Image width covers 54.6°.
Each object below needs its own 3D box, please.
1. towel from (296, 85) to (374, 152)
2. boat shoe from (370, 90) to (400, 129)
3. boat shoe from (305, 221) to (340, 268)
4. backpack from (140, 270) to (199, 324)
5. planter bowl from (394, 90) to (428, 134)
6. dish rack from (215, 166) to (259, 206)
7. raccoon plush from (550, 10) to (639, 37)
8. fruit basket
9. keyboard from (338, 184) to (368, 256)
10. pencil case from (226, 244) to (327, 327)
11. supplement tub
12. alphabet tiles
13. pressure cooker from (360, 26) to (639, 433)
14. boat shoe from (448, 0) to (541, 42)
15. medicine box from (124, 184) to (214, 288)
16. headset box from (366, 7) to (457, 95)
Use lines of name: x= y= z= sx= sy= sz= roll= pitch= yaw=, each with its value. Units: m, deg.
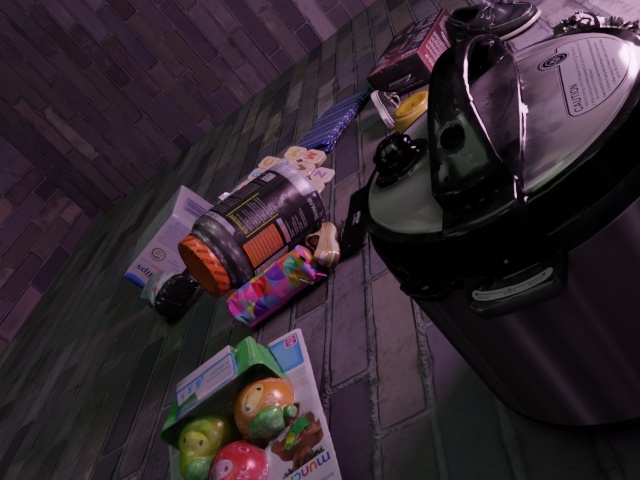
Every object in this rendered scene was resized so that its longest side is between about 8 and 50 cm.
towel: x=0.033 y=-0.396 z=2.165 sx=0.243 sy=0.040 sz=0.336 roll=-12 pitch=35 yaw=51
boat shoe: x=0.208 y=-0.402 z=1.853 sx=0.070 sy=0.078 sz=0.219 roll=-36 pitch=32 yaw=16
boat shoe: x=0.000 y=0.000 z=1.453 sx=0.190 sy=0.072 sz=0.068 roll=-106 pitch=30 yaw=-68
backpack: x=-0.463 y=0.158 z=1.874 sx=0.152 sy=0.115 sz=0.182 roll=-54 pitch=23 yaw=-20
planter bowl: x=0.259 y=-0.322 z=1.613 sx=0.217 sy=0.090 sz=0.217 roll=-35 pitch=25 yaw=18
dish rack: x=-0.208 y=-0.158 z=2.026 sx=0.285 sy=0.072 sz=0.333 roll=-40 pitch=22 yaw=-14
raccoon plush: x=0.426 y=-0.183 z=1.106 sx=0.299 sy=0.216 sz=0.446 roll=-62 pitch=-2 yaw=-11
fruit basket: x=-0.138 y=0.335 z=1.016 sx=0.327 sy=0.165 sz=0.353 roll=-37 pitch=27 yaw=11
keyboard: x=0.090 y=-0.041 z=1.459 sx=0.100 sy=0.038 sz=0.192 roll=-27 pitch=39 yaw=39
pencil case: x=-0.103 y=0.108 z=1.427 sx=0.236 sy=0.104 sz=0.104 roll=-37 pitch=24 yaw=14
supplement tub: x=-0.167 y=-0.024 z=1.526 sx=0.338 sy=0.207 sz=0.207 roll=-38 pitch=20 yaw=-25
alphabet tiles: x=-0.108 y=-0.181 z=1.874 sx=0.277 sy=0.021 sz=0.284 roll=17 pitch=58 yaw=34
pressure cooker: x=0.252 y=-0.030 z=0.714 sx=0.375 sy=0.420 sz=0.370 roll=-45 pitch=23 yaw=-8
boat shoe: x=0.486 y=-0.650 z=1.791 sx=0.127 sy=0.113 sz=0.340 roll=-44 pitch=24 yaw=-5
medicine box: x=-0.507 y=0.000 z=2.108 sx=0.289 sy=0.149 sz=0.263 roll=-48 pitch=21 yaw=17
headset box: x=0.292 y=-0.579 z=1.972 sx=0.218 sy=0.110 sz=0.293 roll=-15 pitch=35 yaw=46
